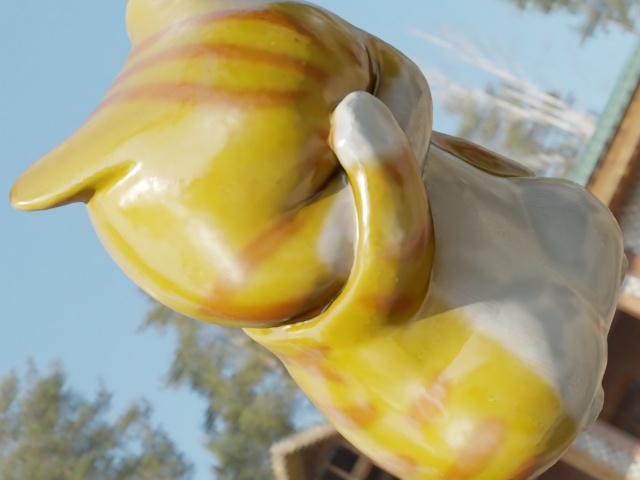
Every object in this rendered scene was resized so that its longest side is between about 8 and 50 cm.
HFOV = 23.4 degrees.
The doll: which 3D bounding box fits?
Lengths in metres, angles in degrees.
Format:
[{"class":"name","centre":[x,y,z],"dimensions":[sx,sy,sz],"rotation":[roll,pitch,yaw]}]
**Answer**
[{"class":"doll","centre":[0.019,0.000,0.690],"dimensions":[0.269,0.162,0.166],"rotation":[44,-139,-24]}]
